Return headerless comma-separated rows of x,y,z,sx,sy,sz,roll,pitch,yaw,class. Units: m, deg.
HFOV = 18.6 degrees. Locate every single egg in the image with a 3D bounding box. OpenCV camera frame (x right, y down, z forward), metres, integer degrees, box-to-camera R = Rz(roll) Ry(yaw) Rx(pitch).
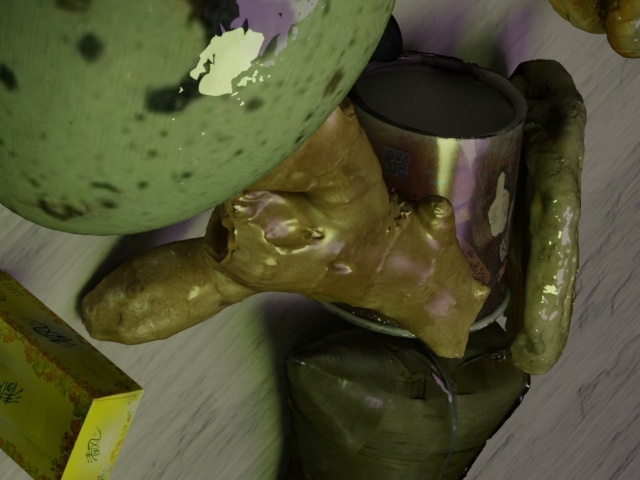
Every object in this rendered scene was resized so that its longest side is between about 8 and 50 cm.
-0.103,-0.175,1.304,0.379,0.287,0.288,-49,155,23,egg

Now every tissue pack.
-0.230,0.111,1.541,0.062,0.176,0.095,-6,127,-52,tissue pack

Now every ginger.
0.000,-0.021,1.620,0.348,0.122,0.363,-1,140,-20,ginger

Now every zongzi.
0.011,0.235,2.053,0.393,0.174,0.356,-4,129,-54,zongzi

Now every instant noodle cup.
0.091,-0.050,1.830,0.217,0.217,0.207,-24,135,-42,instant noodle cup

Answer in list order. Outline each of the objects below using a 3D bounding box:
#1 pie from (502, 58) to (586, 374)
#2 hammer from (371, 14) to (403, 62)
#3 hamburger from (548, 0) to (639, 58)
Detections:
0.218,-0.024,1.967,0.077,0.339,0.339,-1,137,-3,pie
0.029,-0.211,1.659,0.037,0.137,0.290,-52,166,-4,hammer
0.348,-0.328,1.940,0.319,0.158,0.318,-37,147,-29,hamburger
